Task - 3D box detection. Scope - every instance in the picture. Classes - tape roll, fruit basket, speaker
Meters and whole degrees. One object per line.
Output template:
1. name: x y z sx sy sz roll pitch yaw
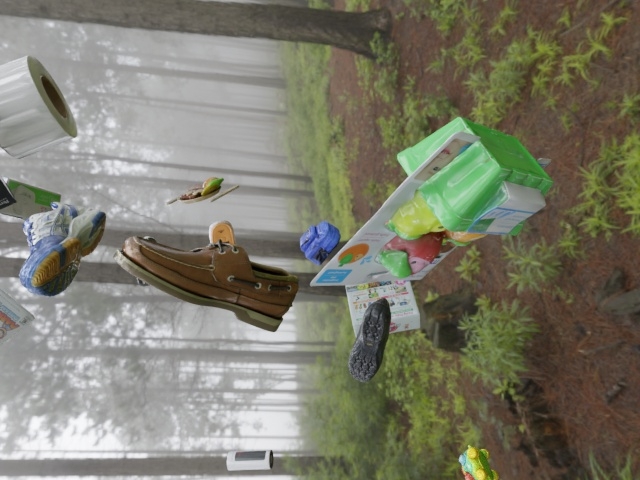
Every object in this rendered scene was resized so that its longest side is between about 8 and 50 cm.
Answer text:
1. tape roll: -0.834 -0.376 1.345 0.246 0.169 0.246 156 90 -84
2. fruit basket: 0.197 -0.021 0.799 0.353 0.327 0.165 -54 53 30
3. speaker: -0.216 0.673 1.454 0.055 0.136 0.055 -5 -90 -83

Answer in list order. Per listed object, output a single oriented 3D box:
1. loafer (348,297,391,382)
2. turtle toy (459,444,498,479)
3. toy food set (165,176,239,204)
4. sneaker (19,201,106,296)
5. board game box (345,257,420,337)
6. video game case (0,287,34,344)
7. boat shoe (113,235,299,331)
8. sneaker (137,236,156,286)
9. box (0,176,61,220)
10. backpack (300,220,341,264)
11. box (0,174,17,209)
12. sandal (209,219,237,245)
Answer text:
1. loafer: 0.117 0.229 1.076 0.078 0.076 0.223 -44 -30 -54
2. turtle toy: 0.379 0.561 1.142 0.066 0.095 0.130 -35 48 25
3. toy food set: -0.332 -0.139 1.300 0.132 0.192 0.039 -42 -56 -49
4. sneaker: -0.549 0.011 0.962 0.296 0.130 0.112 -101 31 -66
5. board game box: 0.202 0.172 1.654 0.098 0.223 0.303 76 -175 -48
6. video game case: -0.705 0.160 0.973 0.019 0.143 0.157 27 153 45
7. boat shoe: -0.161 0.045 0.738 0.110 0.307 0.104 33 92 45
8. sneaker: -0.366 0.043 1.003 0.043 0.040 0.109 20 101 59
9. box: -1.105 -0.146 1.661 0.262 0.231 0.127 40 -119 -79
10. backpack: 0.000 0.000 1.488 0.120 0.101 0.098 -47 29 20
11. box: -1.032 -0.165 1.195 0.179 0.343 0.312 49 153 18
12. sandal: -0.309 0.047 1.544 0.265 0.101 0.076 87 164 -51
